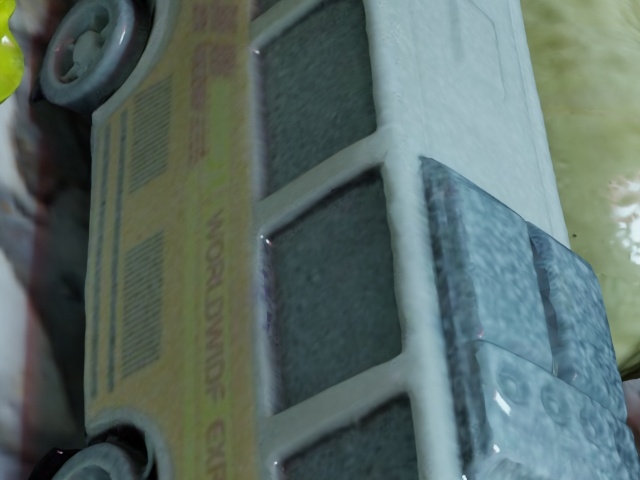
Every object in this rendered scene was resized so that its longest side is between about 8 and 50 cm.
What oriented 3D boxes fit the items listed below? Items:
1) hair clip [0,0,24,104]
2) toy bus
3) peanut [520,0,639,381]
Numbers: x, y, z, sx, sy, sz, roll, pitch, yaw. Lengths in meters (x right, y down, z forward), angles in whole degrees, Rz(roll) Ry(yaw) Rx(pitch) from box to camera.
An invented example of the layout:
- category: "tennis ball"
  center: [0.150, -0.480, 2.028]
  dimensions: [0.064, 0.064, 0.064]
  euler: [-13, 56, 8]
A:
- category: "hair clip"
  center: [-0.142, -0.101, 0.445]
  dimensions: [0.173, 0.046, 0.072]
  euler: [52, 42, -7]
- category: "toy bus"
  center: [0.000, 0.000, 0.466]
  dimensions: [0.097, 0.138, 0.342]
  euler: [33, 38, -38]
- category: "peanut"
  center: [0.086, -0.044, 0.636]
  dimensions: [0.137, 0.122, 0.253]
  euler: [16, 45, -24]
